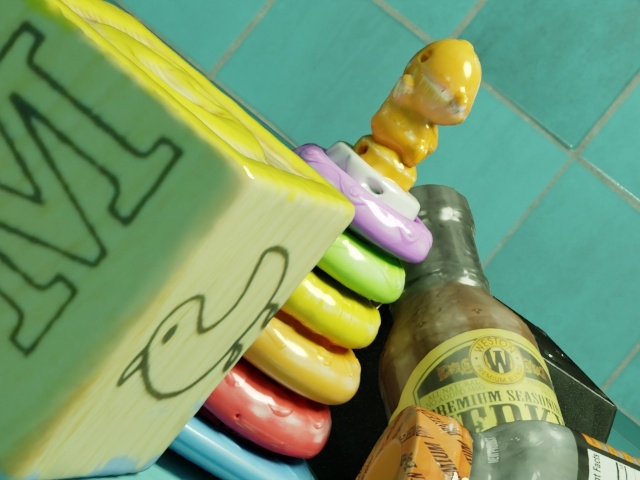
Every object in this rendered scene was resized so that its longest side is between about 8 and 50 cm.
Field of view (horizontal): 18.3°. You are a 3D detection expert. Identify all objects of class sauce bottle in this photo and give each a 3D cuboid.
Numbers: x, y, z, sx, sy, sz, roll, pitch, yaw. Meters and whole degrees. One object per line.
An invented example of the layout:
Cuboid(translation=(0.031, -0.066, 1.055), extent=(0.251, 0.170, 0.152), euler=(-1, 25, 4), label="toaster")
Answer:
Cuboid(translation=(0.095, 0.119, 1.230), extent=(0.111, 0.111, 0.344), euler=(30, 35, -47), label="sauce bottle")

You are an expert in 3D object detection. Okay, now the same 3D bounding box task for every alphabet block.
Cuboid(translation=(-0.132, -0.008, 1.051), extent=(0.193, 0.197, 0.192), euler=(41, 8, 15), label="alphabet block")

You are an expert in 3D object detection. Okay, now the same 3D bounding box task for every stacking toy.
Cuboid(translation=(0.000, 0.000, 1.222), extent=(0.166, 0.302, 0.175), euler=(34, 8, -30), label="stacking toy")

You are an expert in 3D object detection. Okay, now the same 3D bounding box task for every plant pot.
Cuboid(translation=(0.098, 0.128, 1.448), extent=(0.188, 0.167, 0.187), euler=(33, 9, -31), label="plant pot")

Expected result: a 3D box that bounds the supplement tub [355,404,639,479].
Cuboid(translation=(0.158, 0.213, 1.002), extent=(0.316, 0.193, 0.193), euler=(24, 9, -5), label="supplement tub")

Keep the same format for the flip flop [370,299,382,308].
Cuboid(translation=(-0.026, 0.034, 1.392), extent=(0.277, 0.080, 0.112), euler=(-9, 19, -17), label="flip flop")
